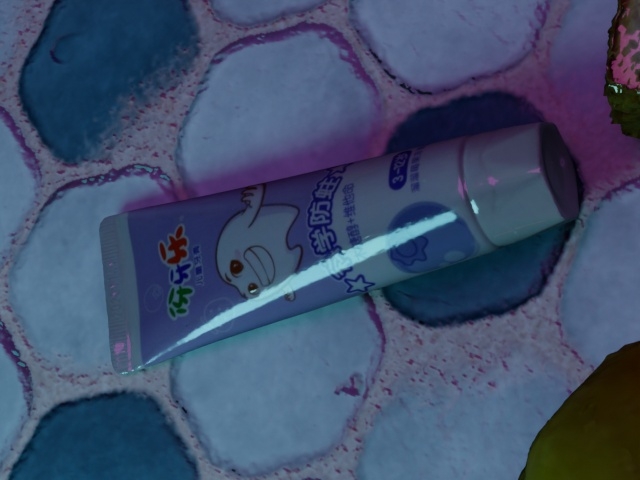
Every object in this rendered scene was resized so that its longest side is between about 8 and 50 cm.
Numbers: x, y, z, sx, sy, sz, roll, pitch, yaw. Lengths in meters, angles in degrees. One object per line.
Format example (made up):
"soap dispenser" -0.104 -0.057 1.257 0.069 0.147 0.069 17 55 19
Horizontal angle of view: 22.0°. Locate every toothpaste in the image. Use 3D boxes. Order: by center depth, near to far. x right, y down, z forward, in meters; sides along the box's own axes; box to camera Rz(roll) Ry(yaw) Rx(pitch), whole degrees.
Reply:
"toothpaste" 0.000 0.000 1.178 0.371 0.080 0.125 -16 72 27

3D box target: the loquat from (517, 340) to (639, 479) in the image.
"loquat" 0.239 0.170 0.914 0.284 0.276 0.276 17 82 30

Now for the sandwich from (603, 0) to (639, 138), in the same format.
"sandwich" 0.345 -0.190 1.061 0.301 0.099 0.271 6 70 26
